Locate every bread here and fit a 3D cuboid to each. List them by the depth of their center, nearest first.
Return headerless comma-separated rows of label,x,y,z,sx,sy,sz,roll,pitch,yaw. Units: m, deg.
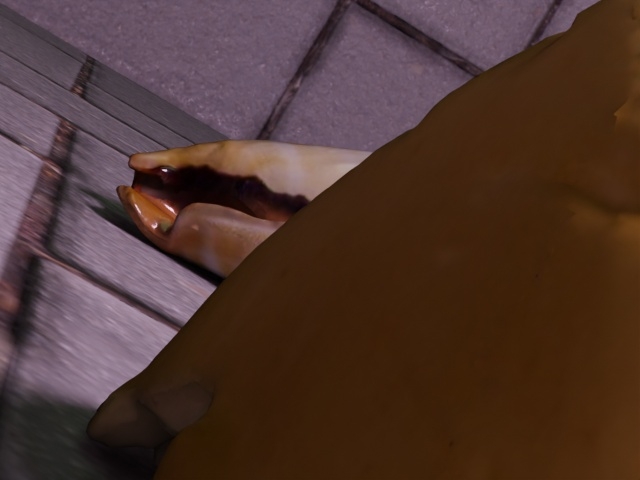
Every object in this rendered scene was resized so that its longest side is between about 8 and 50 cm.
bread,0.052,0.096,0.417,0.183,0.224,0.211,36,43,-34

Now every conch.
conch,0.000,0.009,0.985,0.255,0.127,0.158,11,39,1
